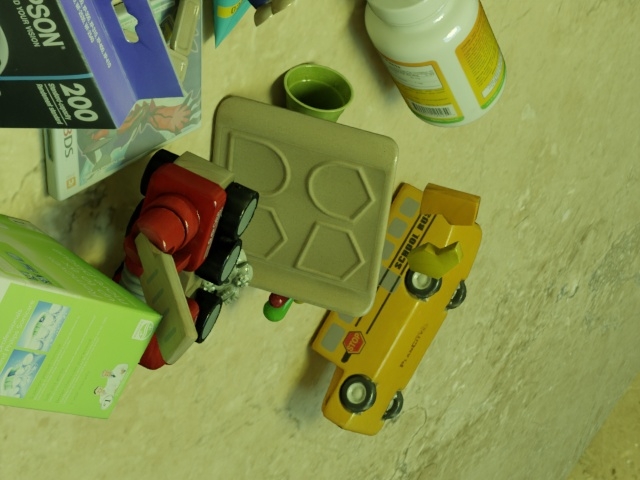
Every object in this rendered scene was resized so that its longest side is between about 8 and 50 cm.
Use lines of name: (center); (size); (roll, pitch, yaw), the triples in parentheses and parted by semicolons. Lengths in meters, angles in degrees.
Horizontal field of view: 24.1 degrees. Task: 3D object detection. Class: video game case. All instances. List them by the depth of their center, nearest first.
video game case: (-0.197, -0.155, 1.518); (0.201, 0.023, 0.183); (-33, 141, -37)

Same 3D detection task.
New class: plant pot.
plant pot: (-0.010, -0.150, 1.753); (0.083, 0.083, 0.079); (-32, 152, -38)

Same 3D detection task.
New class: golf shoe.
golf shoe: (-0.155, 0.057, 1.727); (0.176, 0.086, 0.069); (-36, 135, 16)

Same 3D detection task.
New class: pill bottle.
pill bottle: (0.133, -0.251, 1.801); (0.136, 0.136, 0.245); (-53, 149, -10)

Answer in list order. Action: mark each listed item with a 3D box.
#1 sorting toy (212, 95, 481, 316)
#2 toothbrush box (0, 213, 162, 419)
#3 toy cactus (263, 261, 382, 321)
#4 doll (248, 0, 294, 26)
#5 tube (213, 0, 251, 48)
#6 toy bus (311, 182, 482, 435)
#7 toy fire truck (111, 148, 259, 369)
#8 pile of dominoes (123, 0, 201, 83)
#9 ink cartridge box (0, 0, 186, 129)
sorting toy: (0.021, -0.027, 1.697); (0.041, 0.307, 0.229); (-56, 158, -56)
toothbrush box: (-0.315, 0.051, 1.350); (0.283, 0.206, 0.122); (18, 101, -58)
toy cactus: (0.000, 0.000, 1.807); (0.112, 0.180, 0.219); (43, 74, -39)
doll: (-0.091, -0.294, 1.400); (0.189, 0.129, 0.046); (51, 61, -12)
tube: (-0.086, -0.284, 1.520); (0.080, 0.052, 0.207); (-50, 165, -25)
toy bus: (0.097, 0.099, 2.067); (0.332, 0.130, 0.108); (-60, 150, 3)
toy fire truck: (-0.163, 0.053, 1.531); (0.246, 0.158, 0.217); (-49, 163, -59)
pile of dominoes: (-0.189, -0.271, 1.411); (0.251, 0.040, 0.196); (19, 84, -62)
ink cartridge box: (-0.240, -0.173, 1.274); (0.206, 0.208, 0.045); (71, 22, -52)
